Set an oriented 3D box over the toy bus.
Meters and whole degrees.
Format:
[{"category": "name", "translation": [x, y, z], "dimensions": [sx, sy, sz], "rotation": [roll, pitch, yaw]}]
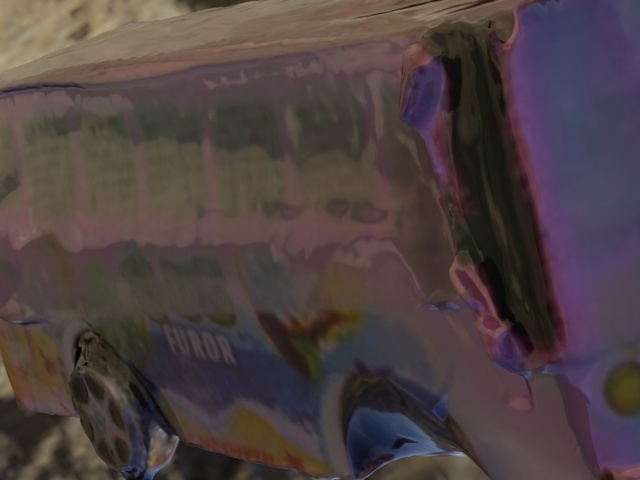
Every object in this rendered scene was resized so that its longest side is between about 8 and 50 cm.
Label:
[{"category": "toy bus", "translation": [0.001, 0.000, 0.465], "dimensions": [0.090, 0.112, 0.274], "rotation": [-25, -166, -31]}]
